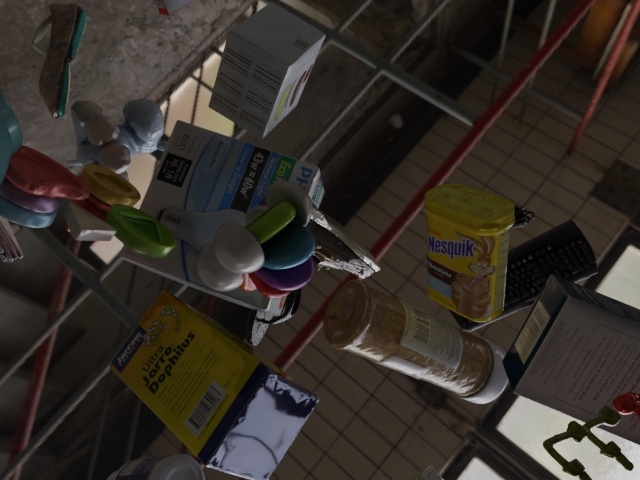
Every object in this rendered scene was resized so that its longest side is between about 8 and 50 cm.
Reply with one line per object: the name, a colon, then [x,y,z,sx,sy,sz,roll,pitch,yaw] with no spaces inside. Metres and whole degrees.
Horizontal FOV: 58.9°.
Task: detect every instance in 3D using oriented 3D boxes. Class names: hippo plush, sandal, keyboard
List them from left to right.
hippo plush: [-0.523,-0.255,1.546,0.237,0.234,0.294,-27,162,-36]
sandal: [-0.098,0.135,1.786,0.167,0.107,0.445,81,33,-53]
keyboard: [0.389,0.051,1.186,0.317,0.201,0.033,-32,-178,24]

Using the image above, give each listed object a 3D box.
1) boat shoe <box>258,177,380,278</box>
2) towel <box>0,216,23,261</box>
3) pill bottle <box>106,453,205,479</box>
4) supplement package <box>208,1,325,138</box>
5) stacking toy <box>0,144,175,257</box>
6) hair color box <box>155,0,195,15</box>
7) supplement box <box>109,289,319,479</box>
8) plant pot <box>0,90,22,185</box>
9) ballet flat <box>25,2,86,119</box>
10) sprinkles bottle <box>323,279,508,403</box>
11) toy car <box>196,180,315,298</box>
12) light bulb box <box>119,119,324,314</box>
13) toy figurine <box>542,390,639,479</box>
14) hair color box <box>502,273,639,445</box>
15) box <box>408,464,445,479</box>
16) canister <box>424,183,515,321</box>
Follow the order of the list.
boat shoe: [0.000,0.000,1.130,0.096,0.116,0.324,-47,132,7]
towel: [-0.831,-0.124,1.350,0.053,0.332,0.317,-31,121,-23]
pill bottle: [-0.262,0.382,0.869,0.169,0.094,0.094,-24,180,38]
supplement package: [-0.119,-0.377,1.262,0.194,0.149,0.203,-56,178,-44]
stacking toy: [-0.433,-0.031,1.018,0.130,0.279,0.309,-53,155,11]
hair color box: [-0.323,-0.589,1.321,0.141,0.043,0.072,-42,139,-26]
supplement box: [-0.217,0.281,1.132,0.195,0.357,0.194,-56,140,-10]
plant pot: [-0.555,-0.151,0.788,0.196,0.293,0.293,-48,160,-35]
ballet flat: [-0.663,-0.448,1.404,0.107,0.106,0.316,136,-39,-65]
sprinkles bottle: [0.176,0.184,1.003,0.355,0.121,0.121,27,103,-27]
toy car: [-0.073,0.017,0.801,0.159,0.136,0.182,-44,-177,-37]
light bulb box: [-0.218,-0.044,1.372,0.225,0.361,0.357,72,37,-79]
toy figurine: [0.436,0.206,0.560,0.363,0.191,0.217,-1,147,-34]
hair color box: [0.479,0.203,0.856,0.105,0.347,0.173,-64,177,-72]
box: [0.310,0.800,1.623,0.058,0.232,0.322,-30,158,-42]
canister: [0.208,0.018,0.809,0.073,0.126,0.169,-26,125,-31]
